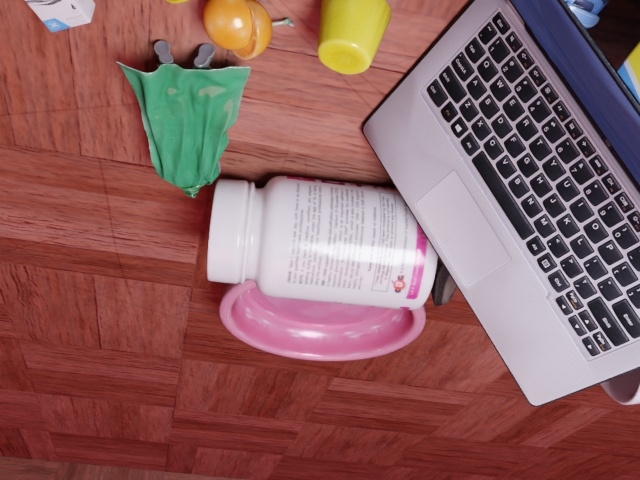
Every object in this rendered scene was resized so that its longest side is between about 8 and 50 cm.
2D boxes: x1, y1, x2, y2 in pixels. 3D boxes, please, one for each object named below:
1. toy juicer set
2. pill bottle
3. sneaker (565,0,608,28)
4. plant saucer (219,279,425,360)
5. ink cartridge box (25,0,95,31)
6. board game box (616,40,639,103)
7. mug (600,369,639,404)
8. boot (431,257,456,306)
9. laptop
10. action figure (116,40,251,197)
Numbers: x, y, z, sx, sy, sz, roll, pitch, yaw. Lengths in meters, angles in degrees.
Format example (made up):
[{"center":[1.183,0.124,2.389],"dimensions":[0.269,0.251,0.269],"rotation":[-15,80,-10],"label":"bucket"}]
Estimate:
[{"center":[-0.066,-0.269,0.611],"dimensions":[0.209,0.089,0.329],"rotation":[7,159,18],"label":"toy juicer set"},{"center":[0.000,0.000,0.961],"dimensions":[0.283,0.160,0.160],"rotation":[6,148,-5],"label":"pill bottle"},{"center":[0.233,-0.206,0.703],"dimensions":[0.053,0.059,0.144],"rotation":[16,145,-17],"label":"sneaker"},{"center":[0.004,0.099,1.197],"dimensions":[0.332,0.084,0.332],"rotation":[2,148,1],"label":"plant saucer"},{"center":[-0.263,-0.245,0.707],"dimensions":[0.048,0.028,0.083],"rotation":[-9,146,18],"label":"ink cartridge box"},{"center":[0.383,-0.175,0.610],"dimensions":[0.242,0.064,0.316],"rotation":[-17,160,-14],"label":"board game box"},{"center":[0.497,0.074,0.883],"dimensions":[0.328,0.276,0.374],"rotation":[-10,110,3],"label":"mug"},{"center":[0.240,0.022,1.061],"dimensions":[0.161,0.083,0.246],"rotation":[-5,150,1],"label":"boot"},{"center":[0.157,-0.033,0.629],"dimensions":[0.236,0.382,0.408],"rotation":[-21,166,-37],"label":"laptop"},{"center":[-0.156,-0.127,0.858],"dimensions":[0.137,0.063,0.232],"rotation":[4,145,-6],"label":"action figure"}]
